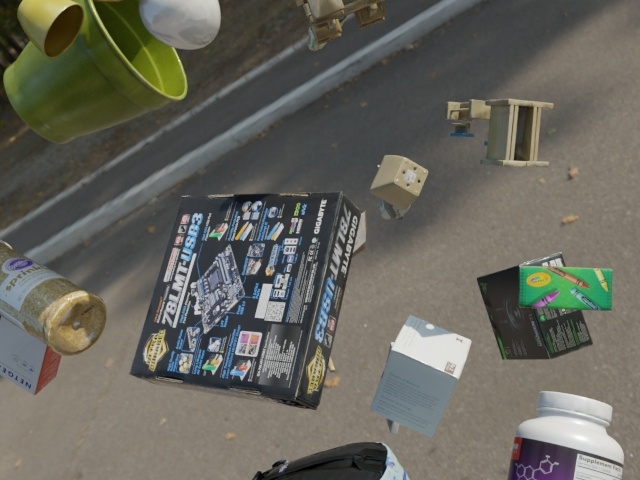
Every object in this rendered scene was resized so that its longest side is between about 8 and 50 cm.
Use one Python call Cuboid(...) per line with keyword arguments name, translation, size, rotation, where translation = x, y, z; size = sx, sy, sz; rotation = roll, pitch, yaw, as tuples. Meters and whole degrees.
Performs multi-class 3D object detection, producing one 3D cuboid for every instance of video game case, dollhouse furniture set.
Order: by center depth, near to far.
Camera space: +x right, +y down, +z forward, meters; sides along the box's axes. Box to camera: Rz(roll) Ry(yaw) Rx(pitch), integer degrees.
Cuboid(name="dollhouse furniture set", translation=(0.069, -0.413, 0.968), size=(0.242, 0.160, 0.212), rotation=(-19, 7, 4))
Cuboid(name="dollhouse furniture set", translation=(0.363, -0.220, 1.384), size=(0.129, 0.129, 0.184), rotation=(-1, 9, -29))
Cuboid(name="video game case", translation=(0.199, 0.397, 1.820), size=(0.022, 0.173, 0.190), rotation=(8, 20, -8))

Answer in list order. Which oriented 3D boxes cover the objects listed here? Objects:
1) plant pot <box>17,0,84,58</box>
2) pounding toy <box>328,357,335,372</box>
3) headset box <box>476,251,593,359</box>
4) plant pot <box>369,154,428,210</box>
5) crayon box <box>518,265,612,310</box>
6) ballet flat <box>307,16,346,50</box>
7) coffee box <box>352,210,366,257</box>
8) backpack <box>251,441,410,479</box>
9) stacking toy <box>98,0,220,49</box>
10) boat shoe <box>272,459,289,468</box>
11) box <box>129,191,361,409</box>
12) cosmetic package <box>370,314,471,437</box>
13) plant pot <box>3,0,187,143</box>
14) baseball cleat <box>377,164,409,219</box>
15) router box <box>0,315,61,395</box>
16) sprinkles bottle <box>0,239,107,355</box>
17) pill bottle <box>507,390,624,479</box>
Cuboid(name="plant pot", translation=(-0.594, -0.478, 1.452), size=(0.134, 0.095, 0.134), rotation=(-56, 2, 3))
Cuboid(name="pounding toy", translation=(-0.008, 0.216, 1.491), size=(0.154, 0.155, 0.269), rotation=(-61, 3, 26))
Cuboid(name="headset box", translation=(0.554, 0.183, 1.786), size=(0.131, 0.246, 0.283), rotation=(-15, -6, -13))
Cuboid(name="plant pot", translation=(0.205, -0.150, 1.669), size=(0.108, 0.109, 0.096), rotation=(-66, 17, -13))
Cuboid(name="crayon box", translation=(0.492, 0.094, 1.372), size=(0.166, 0.081, 0.278), rotation=(1, -2, 18))
Cuboid(name="ballet flat", translation=(0.009, -0.453, 1.433), size=(0.168, 0.057, 0.052), rotation=(-56, -10, -48))
Cuboid(name="coffee box", translation=(0.000, 0.000, 1.560), size=(0.141, 0.098, 0.246), rotation=(5, 16, 26))
Cuboid(name="backpack", translation=(0.026, 0.555, 1.392), size=(0.356, 0.273, 0.290), rotation=(-40, -2, 21))
Cuboid(name="stacking toy", translation=(-0.325, -0.475, 0.968), size=(0.351, 0.480, 0.350), rotation=(-43, 17, 16))
Cuboid(name="boat shoe", translation=(-0.125, 0.668, 1.881), size=(0.183, 0.083, 0.065), rotation=(-35, 8, 35))
Cuboid(name="box", translation=(-0.110, 0.074, 0.966), size=(0.294, 0.073, 0.295), rotation=(-1, 66, 31))
Cuboid(name="cosmetic package", translation=(0.220, 0.295, 1.470), size=(0.152, 0.183, 0.151), rotation=(21, 30, 13))
Cuboid(name="plant pot", translation=(-0.597, -0.432, 1.728), size=(0.353, 0.366, 0.366), rotation=(-29, 27, 16))
Cuboid(name="baseball cleat", translation=(0.233, -0.155, 2.098), size=(0.110, 0.205, 0.072), rotation=(4, 42, 12))
Cuboid(name="router box", translation=(-0.758, 0.163, 1.585), size=(0.301, 0.336, 0.082), rotation=(-65, -7, 30))
Cuboid(name="sprinkles bottle", translation=(-0.549, 0.094, 1.245), size=(0.356, 0.121, 0.121), rotation=(21, 58, 33))
Cuboid(name="pill bottle", translation=(0.411, 0.433, 1.149), size=(0.182, 0.182, 0.322), rotation=(-4, 65, 47))
